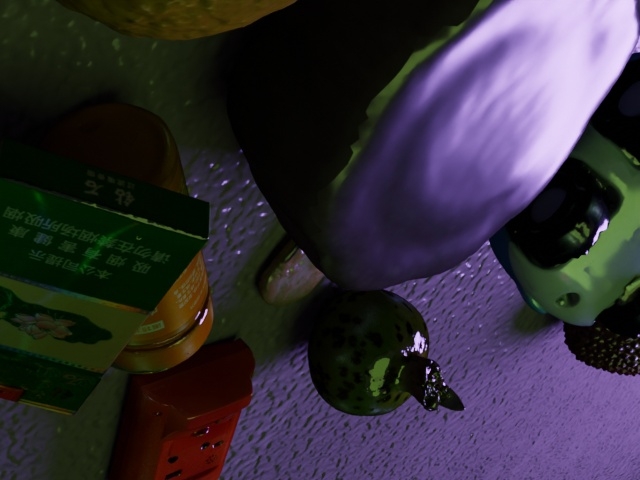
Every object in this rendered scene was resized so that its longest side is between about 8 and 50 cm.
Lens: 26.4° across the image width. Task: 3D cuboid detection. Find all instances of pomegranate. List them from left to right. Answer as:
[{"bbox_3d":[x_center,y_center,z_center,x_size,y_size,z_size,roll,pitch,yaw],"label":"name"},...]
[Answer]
[{"bbox_3d":[0.059,0.108,1.224,0.122,0.161,0.122,-35,139,-38],"label":"pomegranate"}]

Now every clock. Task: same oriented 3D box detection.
[{"bbox_3d":[-0.116,0.168,1.187,0.113,0.061,0.155,-18,144,-35],"label":"clock"}]

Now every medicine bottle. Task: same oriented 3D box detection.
[{"bbox_3d":[-0.131,0.002,0.930,0.096,0.096,0.192,-31,148,-18],"label":"medicine bottle"}]

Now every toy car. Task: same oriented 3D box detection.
[{"bbox_3d":[0.251,-0.053,1.208,0.188,0.190,0.255,37,95,-35],"label":"toy car"}]

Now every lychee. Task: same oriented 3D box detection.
[{"bbox_3d":[0.337,0.095,1.552,0.129,0.123,0.123,7,133,-7],"label":"lychee"}]

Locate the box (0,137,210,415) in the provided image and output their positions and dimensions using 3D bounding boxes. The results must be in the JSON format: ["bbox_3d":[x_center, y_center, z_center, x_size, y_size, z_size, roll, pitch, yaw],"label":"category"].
[{"bbox_3d":[-0.175,0.033,0.860,0.132,0.034,0.235,18,140,-23],"label":"box"}]

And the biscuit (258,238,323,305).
[{"bbox_3d":[0.000,0.000,1.149,0.147,0.018,0.071,-52,150,14],"label":"biscuit"}]

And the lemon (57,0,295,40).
[{"bbox_3d":[-0.062,-0.199,0.667,0.231,0.192,0.192,-30,151,14],"label":"lemon"}]

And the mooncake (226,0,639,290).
[{"bbox_3d":[0.077,-0.116,0.962,0.306,0.154,0.306,-28,146,-21],"label":"mooncake"}]
